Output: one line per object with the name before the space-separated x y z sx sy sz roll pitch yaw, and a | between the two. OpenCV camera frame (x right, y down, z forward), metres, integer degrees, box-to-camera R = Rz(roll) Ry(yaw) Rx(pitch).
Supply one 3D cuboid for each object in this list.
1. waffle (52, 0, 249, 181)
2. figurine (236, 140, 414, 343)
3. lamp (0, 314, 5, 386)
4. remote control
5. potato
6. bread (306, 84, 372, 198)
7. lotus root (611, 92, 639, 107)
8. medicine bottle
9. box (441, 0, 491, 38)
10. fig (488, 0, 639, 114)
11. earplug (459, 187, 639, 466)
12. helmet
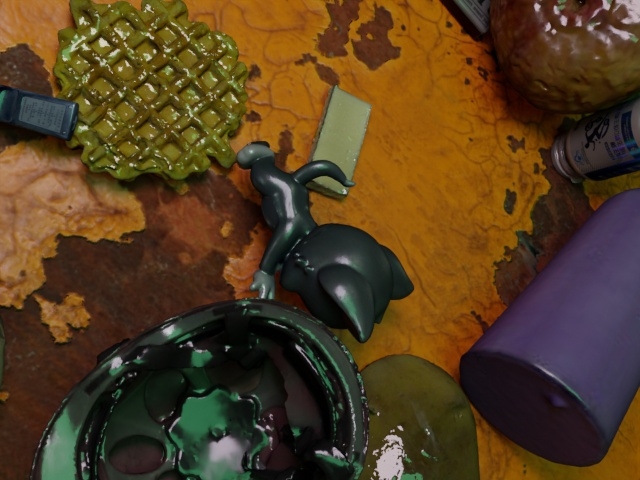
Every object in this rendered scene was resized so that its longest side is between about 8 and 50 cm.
waffle | -0.199 -0.187 0.820 0.238 0.059 0.243 3 80 -25
figurine | 0.002 -0.005 0.824 0.193 0.140 0.265 -8 78 -65
lamp | -0.369 0.093 0.679 0.101 0.101 0.250 1 75 -25
remote control | -0.344 -0.148 0.737 0.153 0.027 0.043 14 87 -2
potato | 0.114 0.294 0.869 0.239 0.116 0.299 26 71 -14
bread | 0.023 -0.136 0.931 0.068 0.028 0.153 21 73 -21
lotus root | 0.540 -0.246 1.155 0.179 0.081 0.089 -51 126 -17
medicine bottle | 0.455 -0.152 1.041 0.107 0.191 0.107 4 81 -25
box | 0.223 -0.421 1.060 0.177 0.036 0.115 45 67 -12
fig | 0.425 -0.316 1.048 0.369 0.286 0.286 12 74 -61
earplug | 0.411 0.090 0.989 0.456 0.215 0.215 -44 101 -27
helmet | -0.121 0.212 0.722 0.338 0.197 0.271 -34 88 -15
